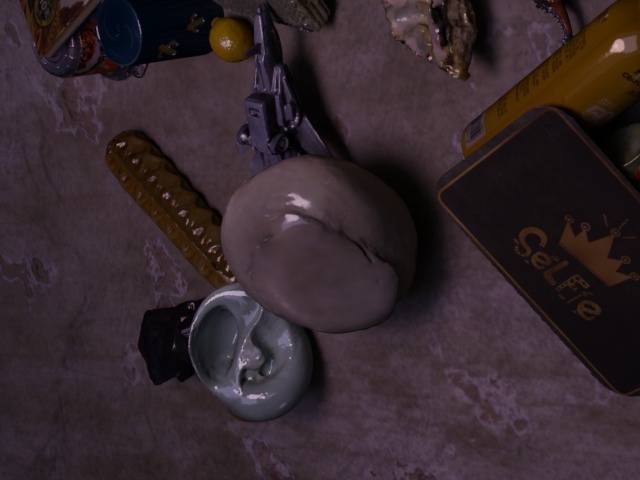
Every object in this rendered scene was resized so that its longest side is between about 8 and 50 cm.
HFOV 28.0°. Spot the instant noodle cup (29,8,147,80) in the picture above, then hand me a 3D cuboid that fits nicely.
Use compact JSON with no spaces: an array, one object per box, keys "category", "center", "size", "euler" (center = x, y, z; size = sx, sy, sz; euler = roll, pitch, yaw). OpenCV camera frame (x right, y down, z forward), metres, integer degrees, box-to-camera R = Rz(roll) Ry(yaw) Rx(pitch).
[{"category":"instant noodle cup","center":[-0.390,-0.337,2.081],"size":[0.208,0.125,0.178],"euler":[34,127,31]}]

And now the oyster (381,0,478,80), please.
[{"category":"oyster","center":[0.134,-0.305,1.618],"size":[0.209,0.072,0.133],"euler":[52,145,45]}]

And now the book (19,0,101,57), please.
[{"category":"book","center":[-0.341,-0.513,1.915],"size":[0.428,0.039,0.300],"euler":[-39,61,36]}]

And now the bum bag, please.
[{"category":"bum bag","center":[-0.211,0.163,2.147],"size":[0.310,0.074,0.137],"euler":[-18,77,47]}]

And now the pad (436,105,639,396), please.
[{"category":"pad","center":[0.287,0.051,1.533],"size":[0.375,0.063,0.315],"euler":[47,140,-3]}]

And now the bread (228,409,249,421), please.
[{"category":"bread","center":[-0.127,0.250,2.114],"size":[0.082,0.056,0.115],"euler":[47,134,22]}]

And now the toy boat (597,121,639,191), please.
[{"category":"toy boat","center":[0.364,-0.091,1.468],"size":[0.185,0.071,0.089],"euler":[-25,47,47]}]

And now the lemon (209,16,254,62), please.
[{"category":"lemon","center":[-0.132,-0.296,1.885],"size":[0.083,0.062,0.062],"euler":[52,135,16]}]

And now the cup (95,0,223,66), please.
[{"category":"cup","center":[-0.241,-0.344,1.905],"size":[0.131,0.155,0.177],"euler":[32,128,31]}]

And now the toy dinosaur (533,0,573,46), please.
[{"category":"toy dinosaur","center":[0.267,-0.292,1.494],"size":[0.055,0.049,0.154],"euler":[-18,96,51]}]

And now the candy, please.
[{"category":"candy","center":[0.000,0.000,1.762],"size":[0.295,0.185,0.296],"euler":[8,135,8]}]

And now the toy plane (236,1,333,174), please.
[{"category":"toy plane","center":[-0.071,-0.199,1.800],"size":[0.212,0.088,0.267],"euler":[18,134,39]}]

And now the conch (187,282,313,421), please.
[{"category":"conch","center":[-0.110,0.171,1.982],"size":[0.121,0.184,0.221],"euler":[175,80,-72]}]

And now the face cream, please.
[{"category":"face cream","center":[0.305,-0.180,1.464],"size":[0.348,0.105,0.105],"euler":[-40,77,46]}]

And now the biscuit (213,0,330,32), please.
[{"category":"biscuit","center":[-0.109,-0.365,1.787],"size":[0.250,0.046,0.147],"euler":[21,162,41]}]

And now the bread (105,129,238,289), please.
[{"category":"bread","center":[-0.226,-0.044,2.078],"size":[0.367,0.077,0.084],"euler":[46,137,20]}]
